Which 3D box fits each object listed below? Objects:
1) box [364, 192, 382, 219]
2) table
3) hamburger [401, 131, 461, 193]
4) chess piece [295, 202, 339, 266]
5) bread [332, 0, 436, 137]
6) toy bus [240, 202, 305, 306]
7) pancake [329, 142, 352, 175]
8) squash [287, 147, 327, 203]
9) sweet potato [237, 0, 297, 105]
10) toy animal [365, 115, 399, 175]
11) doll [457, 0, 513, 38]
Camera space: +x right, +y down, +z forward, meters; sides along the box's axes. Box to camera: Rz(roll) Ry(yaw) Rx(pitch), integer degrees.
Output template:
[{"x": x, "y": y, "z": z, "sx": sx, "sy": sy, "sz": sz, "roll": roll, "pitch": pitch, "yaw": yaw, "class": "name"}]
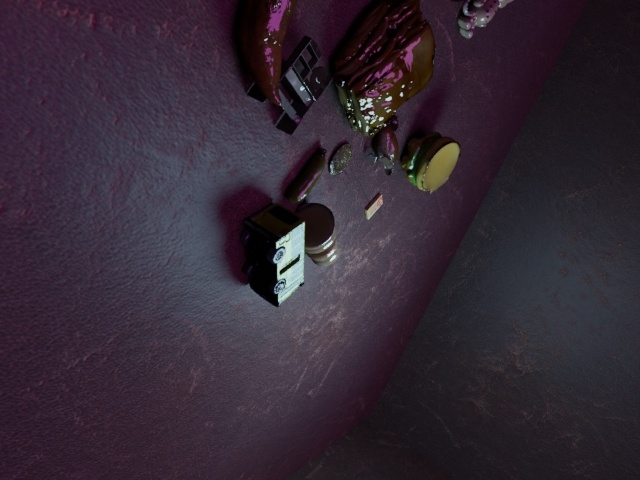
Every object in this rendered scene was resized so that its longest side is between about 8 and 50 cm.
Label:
[{"x": 0.201, "y": -0.128, "z": 1.832, "sx": 0.093, "sy": 0.015, "sz": 0.058, "roll": -47, "pitch": 153, "yaw": -20, "class": "box"}, {"x": -0.063, "y": -0.351, "z": 1.099, "sx": 0.175, "sy": 0.062, "sz": 0.146, "roll": -56, "pitch": 153, "yaw": -3, "class": "table"}, {"x": 0.408, "y": -0.308, "z": 1.851, "sx": 0.237, "sy": 0.149, "sz": 0.237, "roll": -31, "pitch": 142, "yaw": -28, "class": "hamburger"}, {"x": 0.000, "y": 0.000, "z": 1.511, "sx": 0.142, "sy": 0.143, "sz": 0.261, "roll": -53, "pitch": 157, "yaw": -10, "class": "chess piece"}, {"x": 0.187, "y": -0.458, "z": 1.294, "sx": 0.324, "sy": 0.167, "sz": 0.277, "roll": -55, "pitch": 153, "yaw": -9, "class": "bread"}, {"x": -0.121, "y": 0.042, "z": 1.341, "sx": 0.150, "sy": 0.128, "sz": 0.262, "roll": -38, "pitch": 146, "yaw": -35, "class": "toy bus"}, {"x": 0.063, "y": -0.243, "z": 1.481, "sx": 0.115, "sy": 0.011, "sz": 0.115, "roll": -40, "pitch": 148, "yaw": -32, "class": "pancake"}, {"x": -0.031, "y": -0.177, "z": 1.355, "sx": 0.183, "sy": 0.052, "sz": 0.052, "roll": -57, "pitch": 153, "yaw": -11, "class": "squash"}, {"x": -0.096, "y": -0.437, "z": 0.923, "sx": 0.106, "sy": 0.095, "sz": 0.354, "roll": 7, "pitch": 119, "yaw": -12, "class": "sweet potato"}, {"x": 0.228, "y": -0.310, "z": 1.625, "sx": 0.179, "sy": 0.089, "sz": 0.188, "roll": -62, "pitch": 152, "yaw": -28, "class": "toy animal"}, {"x": 0.573, "y": -0.820, "z": 1.651, "sx": 0.278, "sy": 0.119, "sz": 0.154, "roll": -45, "pitch": 151, "yaw": -6, "class": "doll"}]
